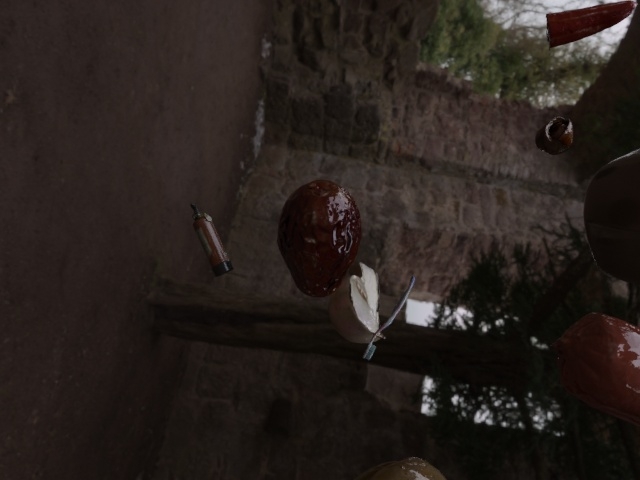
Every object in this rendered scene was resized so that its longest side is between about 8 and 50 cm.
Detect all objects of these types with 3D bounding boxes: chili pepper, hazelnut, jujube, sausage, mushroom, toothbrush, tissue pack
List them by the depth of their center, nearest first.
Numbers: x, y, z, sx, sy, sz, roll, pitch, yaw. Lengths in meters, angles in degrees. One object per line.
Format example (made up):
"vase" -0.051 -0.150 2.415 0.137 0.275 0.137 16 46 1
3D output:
"sausage" 0.459 0.198 0.783 0.148 0.254 0.148 -61 -176 8
"tissue pack" 0.737 -0.083 1.073 0.267 0.387 0.276 -158 -128 -71
"chili pepper" 0.549 -0.451 1.097 0.088 0.169 0.064 16 67 -63
"hazelnut" 0.510 -0.228 1.173 0.086 0.086 0.086 -170 -90 -90
"jujube" 0.000 0.000 1.241 0.197 0.197 0.290 -81 176 -52
"toothbrush" 0.194 0.214 1.501 0.269 0.027 0.021 -57 176 -8
"mushroom" 0.074 0.190 1.640 0.162 0.173 0.236 33 45 -43

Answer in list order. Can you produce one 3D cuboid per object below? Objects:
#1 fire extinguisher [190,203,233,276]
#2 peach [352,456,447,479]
"fire extinguisher" -0.261 -0.003 1.265 0.177 0.050 0.062 64 3 4
"peach" 0.135 0.535 0.956 0.292 0.247 0.292 -43 -177 3
